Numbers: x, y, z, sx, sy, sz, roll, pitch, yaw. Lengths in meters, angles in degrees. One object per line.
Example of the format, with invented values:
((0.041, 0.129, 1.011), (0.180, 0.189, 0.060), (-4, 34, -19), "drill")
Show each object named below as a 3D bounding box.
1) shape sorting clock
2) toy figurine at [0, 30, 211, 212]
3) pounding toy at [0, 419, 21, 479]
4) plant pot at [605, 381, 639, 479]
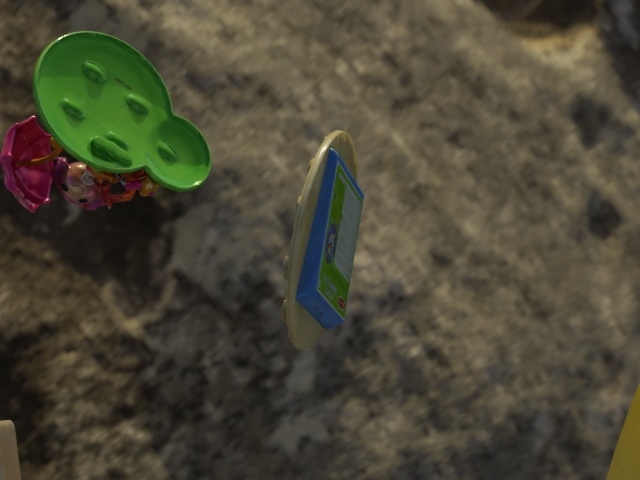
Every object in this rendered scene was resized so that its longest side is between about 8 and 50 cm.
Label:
((0.000, 0.000, 1.688), (0.040, 0.206, 0.206), (6, 62, 12), "shape sorting clock")
((-0.203, -0.074, 1.575), (0.173, 0.159, 0.130), (35, 51, -17), "toy figurine")
((-0.296, 0.251, 1.574), (0.094, 0.206, 0.181), (-4, 87, -69), "pounding toy")
((0.268, 0.217, 1.080), (0.212, 0.212, 0.187), (31, 86, -11), "plant pot")
